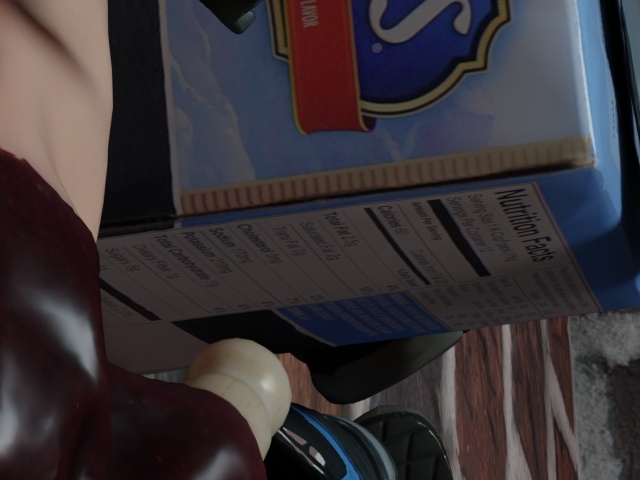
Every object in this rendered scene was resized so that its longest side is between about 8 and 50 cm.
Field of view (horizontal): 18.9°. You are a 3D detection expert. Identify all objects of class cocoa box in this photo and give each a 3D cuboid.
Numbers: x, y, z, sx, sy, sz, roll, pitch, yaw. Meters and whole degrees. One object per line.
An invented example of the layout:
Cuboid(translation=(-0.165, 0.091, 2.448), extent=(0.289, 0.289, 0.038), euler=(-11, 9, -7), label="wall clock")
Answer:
Cuboid(translation=(-0.013, -0.146, 0.708), extent=(0.231, 0.228, 0.347), euler=(42, 42, -71), label="cocoa box")

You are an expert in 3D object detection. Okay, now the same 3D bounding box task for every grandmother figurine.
Cuboid(translation=(-0.087, 0.005, 0.425), extent=(0.208, 0.104, 0.342), euler=(27, 34, -25), label="grandmother figurine")

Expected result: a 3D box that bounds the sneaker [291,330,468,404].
Cuboid(translation=(0.000, 0.000, 0.903), extent=(0.130, 0.087, 0.227), euler=(57, -7, -13), label="sneaker")

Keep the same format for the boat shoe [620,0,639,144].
Cuboid(translation=(0.136, -0.067, 0.626), extent=(0.084, 0.079, 0.233), euler=(-70, 151, -66), label="boat shoe")

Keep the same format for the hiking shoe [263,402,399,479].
Cuboid(translation=(-0.011, 0.210, 0.832), extent=(0.132, 0.113, 0.304), euler=(42, 32, -60), label="hiking shoe")

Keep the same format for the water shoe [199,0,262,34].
Cuboid(translation=(-0.032, -0.128, 0.522), extent=(0.080, 0.073, 0.203), euler=(39, 35, -25), label="water shoe")

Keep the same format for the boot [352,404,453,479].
Cuboid(translation=(0.044, 0.167, 1.175), extent=(0.161, 0.083, 0.246), euler=(-91, 174, -57), label="boot")
